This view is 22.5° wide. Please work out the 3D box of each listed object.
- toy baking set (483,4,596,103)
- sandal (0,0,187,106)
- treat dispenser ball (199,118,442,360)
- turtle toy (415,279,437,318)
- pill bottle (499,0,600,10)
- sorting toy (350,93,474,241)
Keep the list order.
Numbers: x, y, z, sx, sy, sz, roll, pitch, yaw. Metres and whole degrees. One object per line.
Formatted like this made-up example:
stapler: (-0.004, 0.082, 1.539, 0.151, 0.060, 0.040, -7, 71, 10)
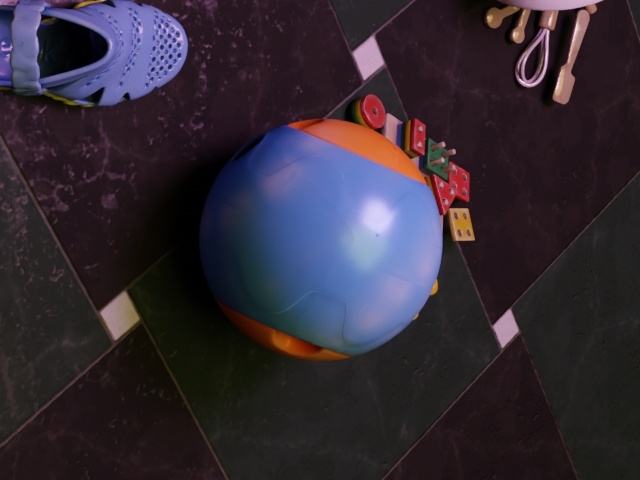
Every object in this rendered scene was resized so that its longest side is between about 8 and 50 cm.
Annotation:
toy baking set: (0.321, -0.333, 2.329, 0.197, 0.030, 0.256, -49, 120, -19)
sandal: (-0.263, -0.202, 1.728, 0.317, 0.138, 0.126, -9, 101, -44)
treat dispenser ball: (0.000, 0.000, 1.902, 0.288, 0.288, 0.288, -8, 103, -42)
turtle toy: (0.121, 0.039, 2.173, 0.130, 0.066, 0.095, -51, 150, -28)
pill bottle: (0.301, -0.517, 2.097, 0.224, 0.224, 0.392, -32, 129, -35)
sorting toy: (0.141, -0.087, 2.155, 0.274, 0.046, 0.132, 31, 54, -42)
